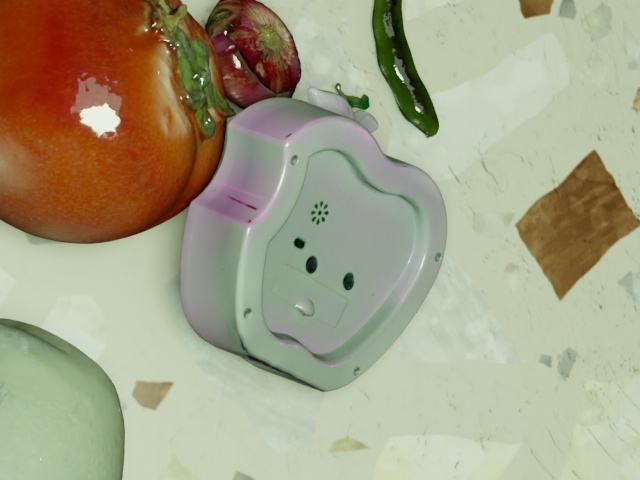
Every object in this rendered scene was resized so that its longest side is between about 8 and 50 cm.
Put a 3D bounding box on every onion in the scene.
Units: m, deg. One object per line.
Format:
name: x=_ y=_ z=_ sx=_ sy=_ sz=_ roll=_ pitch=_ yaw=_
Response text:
onion: x=-0.107 y=-0.210 z=1.766 sx=0.150 sy=0.140 sz=0.150 roll=40 pitch=37 yaw=-40

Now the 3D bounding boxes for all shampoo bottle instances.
shampoo bottle: x=-0.363 y=0.240 z=1.501 sx=0.322 sy=0.322 sz=0.317 roll=26 pitch=68 yaw=-12

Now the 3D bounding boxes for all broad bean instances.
broad bean: x=0.103 y=-0.238 z=1.860 sx=0.069 sy=0.039 sz=0.227 roll=-6 pitch=84 yaw=-24

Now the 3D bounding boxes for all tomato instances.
tomato: x=-0.263 y=-0.149 z=1.607 sx=0.321 sy=0.321 sz=0.321 roll=2 pitch=82 yaw=-17

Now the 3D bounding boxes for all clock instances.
clock: x=0.000 y=0.000 z=1.677 sx=0.338 sy=0.102 sz=0.338 roll=-18 pitch=117 yaw=-39

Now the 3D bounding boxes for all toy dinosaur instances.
toy dinosaur: x=0.016 y=-0.143 z=1.828 sx=0.060 sy=0.029 sz=0.120 roll=38 pitch=73 yaw=-21
